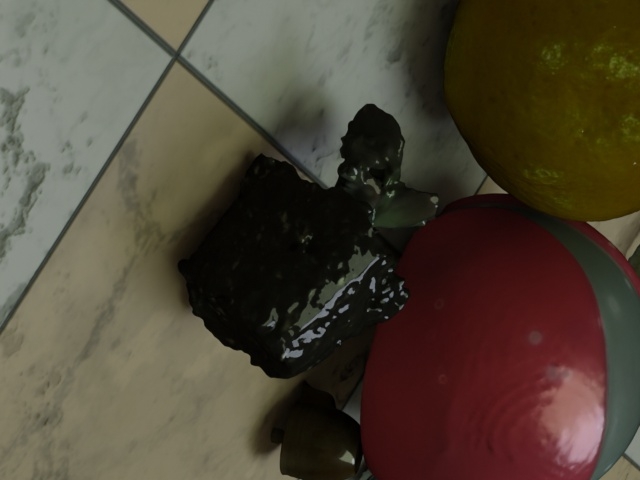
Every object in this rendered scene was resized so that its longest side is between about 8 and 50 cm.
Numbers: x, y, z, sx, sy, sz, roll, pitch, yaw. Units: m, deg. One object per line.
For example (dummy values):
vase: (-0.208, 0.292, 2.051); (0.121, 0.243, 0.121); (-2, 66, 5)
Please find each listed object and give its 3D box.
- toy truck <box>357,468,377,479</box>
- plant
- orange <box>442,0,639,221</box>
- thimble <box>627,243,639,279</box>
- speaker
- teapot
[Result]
toy truck: (0.155, 0.254, 1.649); (0.114, 0.227, 0.098); (-59, 151, -17)
plant: (0.000, 0.000, 1.276); (0.203, 0.131, 0.142); (-38, 143, -18)
orange: (0.234, -0.152, 1.401); (0.279, 0.235, 0.279); (-46, 149, -38)
thimble: (0.469, 0.088, 1.996); (0.271, 0.150, 0.271); (-22, 131, -28)
speaker: (0.152, 0.108, 1.493); (0.294, 0.294, 0.294); (-37, 143, -35)
teapot: (0.001, 0.172, 1.503); (0.110, 0.080, 0.085); (65, 38, -71)
